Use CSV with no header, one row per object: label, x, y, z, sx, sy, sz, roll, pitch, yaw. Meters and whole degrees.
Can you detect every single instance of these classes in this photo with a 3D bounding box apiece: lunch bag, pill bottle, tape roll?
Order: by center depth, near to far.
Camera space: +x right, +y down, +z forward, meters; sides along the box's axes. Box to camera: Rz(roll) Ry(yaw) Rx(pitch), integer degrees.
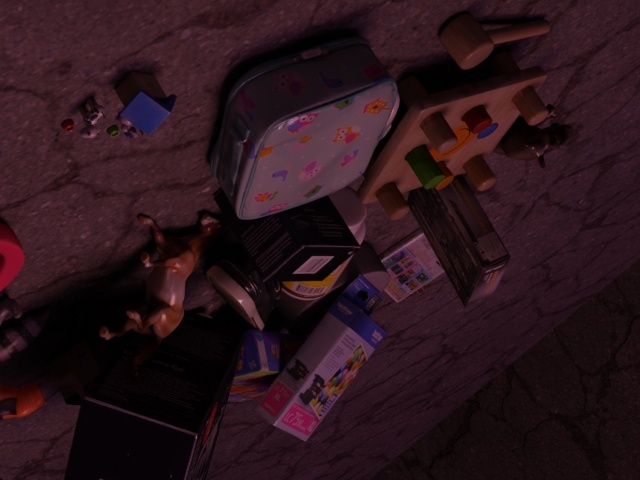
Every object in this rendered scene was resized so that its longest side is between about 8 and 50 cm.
lunch bag,-0.031,-0.147,1.648,0.224,0.108,0.279,-19,156,-22
pill bottle,0.000,0.000,2.028,0.117,0.117,0.215,-18,157,-31
tape roll,0.020,0.093,2.346,0.219,0.072,0.219,-26,159,-11

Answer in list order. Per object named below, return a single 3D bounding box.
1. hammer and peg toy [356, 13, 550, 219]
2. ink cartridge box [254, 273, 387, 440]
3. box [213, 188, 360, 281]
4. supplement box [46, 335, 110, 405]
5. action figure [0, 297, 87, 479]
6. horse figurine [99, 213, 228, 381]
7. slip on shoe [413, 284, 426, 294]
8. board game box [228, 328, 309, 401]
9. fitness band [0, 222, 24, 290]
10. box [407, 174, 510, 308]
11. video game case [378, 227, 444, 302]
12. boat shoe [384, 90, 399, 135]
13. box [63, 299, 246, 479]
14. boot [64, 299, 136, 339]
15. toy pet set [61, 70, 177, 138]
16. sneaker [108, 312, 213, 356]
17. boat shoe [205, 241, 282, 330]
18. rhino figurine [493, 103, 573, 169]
hammer and peg toy,0.223,-0.189,1.878,0.266,0.127,0.361,-18,157,-32
ink cartridge box,0.019,0.218,2.290,0.311,0.065,0.186,-55,155,-5
box,-0.048,-0.026,1.835,0.093,0.158,0.156,-41,157,26
supplement box,-0.387,0.212,2.033,0.083,0.083,0.056,-35,160,12
action figure,-0.511,0.251,1.832,0.330,0.178,0.341,-27,136,5
horse figurine,-0.235,0.072,1.822,0.174,0.066,0.263,17,90,-66
slip on shoe,0.181,0.060,2.546,0.051,0.041,0.135,-31,142,5
board game box,-0.139,0.242,2.362,0.233,0.078,0.347,-17,166,23
fitness band,-0.511,0.062,1.555,0.291,0.054,0.209,-30,163,2
box,0.234,-0.019,2.147,0.056,0.231,0.183,-23,158,-12
video game case,0.177,0.050,2.482,0.143,0.019,0.157,-34,143,10
boat shoe,0.076,-0.173,1.809,0.063,0.066,0.184,-34,163,-36
box,-0.267,0.323,1.939,0.312,0.179,0.343,-69,177,-63
boot,-0.337,0.114,1.937,0.114,0.037,0.106,-18,170,-23
toy pet set,-0.218,-0.138,1.464,0.114,0.065,0.122,-42,158,28
sneaker,-0.276,0.225,2.158,0.240,0.126,0.091,-27,160,-8
boat shoe,-0.110,0.058,2.000,0.113,0.127,0.340,-47,170,-7
rhino figurine,0.341,-0.170,2.033,0.106,0.073,0.243,-34,-160,-5
